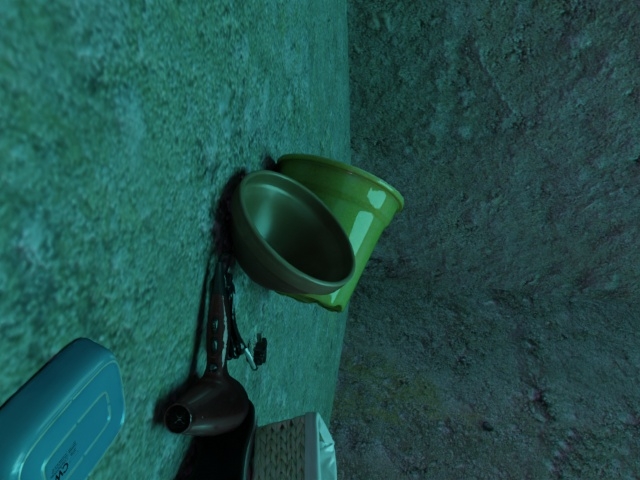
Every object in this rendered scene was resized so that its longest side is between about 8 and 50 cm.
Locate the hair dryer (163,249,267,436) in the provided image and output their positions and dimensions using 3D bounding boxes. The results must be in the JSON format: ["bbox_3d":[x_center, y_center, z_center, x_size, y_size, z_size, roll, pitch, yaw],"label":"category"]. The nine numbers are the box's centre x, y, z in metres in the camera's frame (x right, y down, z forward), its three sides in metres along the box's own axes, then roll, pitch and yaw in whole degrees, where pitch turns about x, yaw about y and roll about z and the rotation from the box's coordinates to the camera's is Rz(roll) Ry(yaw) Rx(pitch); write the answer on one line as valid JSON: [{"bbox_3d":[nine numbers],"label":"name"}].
[{"bbox_3d":[-0.158,0.169,0.789,0.293,0.080,0.223,-80,156,-60],"label":"hair dryer"}]

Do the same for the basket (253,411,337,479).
[{"bbox_3d":[-0.036,0.351,0.788,0.167,0.103,0.113,-94,169,-46],"label":"basket"}]

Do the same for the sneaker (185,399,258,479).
[{"bbox_3d":[-0.145,0.396,0.797,0.295,0.124,0.178,-72,156,-58],"label":"sneaker"}]

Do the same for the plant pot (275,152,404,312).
[{"bbox_3d":[0.000,0.000,1.111,0.276,0.276,0.253,60,48,-75],"label":"plant pot"}]

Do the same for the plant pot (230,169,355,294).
[{"bbox_3d":[-0.064,0.007,0.907,0.110,0.237,0.237,-44,-168,28],"label":"plant pot"}]

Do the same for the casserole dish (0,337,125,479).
[{"bbox_3d":[-0.214,0.163,0.453,0.188,0.037,0.114,-64,157,-64],"label":"casserole dish"}]
